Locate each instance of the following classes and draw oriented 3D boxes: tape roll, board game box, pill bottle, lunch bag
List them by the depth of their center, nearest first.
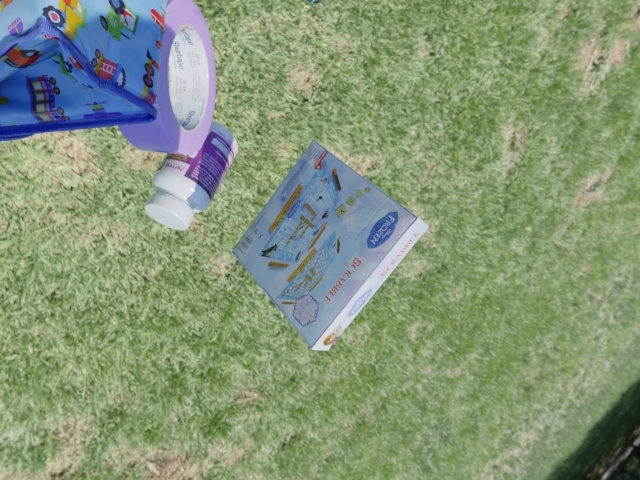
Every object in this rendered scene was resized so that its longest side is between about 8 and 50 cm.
[{"bbox_3d":[-0.326,-0.223,0.456,0.138,0.293,0.220,43,42,-64],"label":"lunch bag"},{"bbox_3d":[-0.284,-0.302,0.808,0.275,0.090,0.274,7,90,-86],"label":"tape roll"},{"bbox_3d":[0.000,0.000,0.894,0.318,0.318,0.066,-52,145,10],"label":"board game box"},{"bbox_3d":[-0.367,-0.186,1.222,0.169,0.169,0.301,52,50,-47],"label":"pill bottle"}]

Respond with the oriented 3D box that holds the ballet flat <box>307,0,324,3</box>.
[{"bbox_3d":[-0.044,-0.401,0.567,0.074,0.203,0.074,-40,177,-3],"label":"ballet flat"}]
